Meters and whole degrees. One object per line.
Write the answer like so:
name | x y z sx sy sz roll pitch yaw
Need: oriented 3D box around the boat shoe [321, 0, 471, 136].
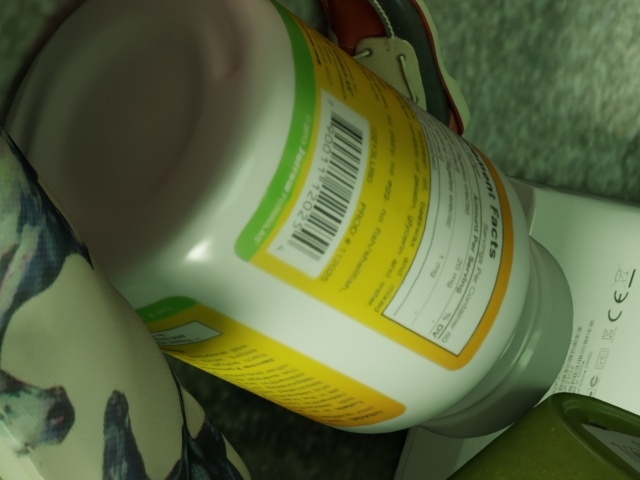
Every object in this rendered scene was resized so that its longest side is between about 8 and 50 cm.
boat shoe | 0.026 -0.078 0.748 0.043 0.049 0.137 -48 138 -14

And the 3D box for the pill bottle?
pill bottle | 0.000 0.000 0.691 0.246 0.136 0.136 31 86 -46

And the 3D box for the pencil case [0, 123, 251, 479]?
pencil case | -0.143 0.015 0.489 0.160 0.183 0.410 -45 121 -24

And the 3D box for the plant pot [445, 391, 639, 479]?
plant pot | 0.085 0.224 0.736 0.275 0.275 0.293 16 106 -46

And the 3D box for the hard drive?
hard drive | 0.176 0.081 0.962 0.307 0.040 0.203 8 102 -45
